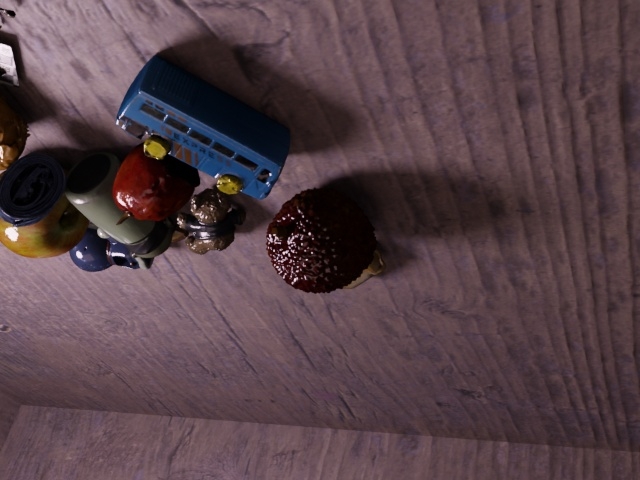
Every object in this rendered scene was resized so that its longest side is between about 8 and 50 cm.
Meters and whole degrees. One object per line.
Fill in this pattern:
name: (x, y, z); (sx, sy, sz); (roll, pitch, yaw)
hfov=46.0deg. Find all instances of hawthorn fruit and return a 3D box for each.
hawthorn fruit: (-0.412, -0.130, 1.852); (0.190, 0.251, 0.189); (34, -173, -5)

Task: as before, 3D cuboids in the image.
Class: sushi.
sushi: (-0.787, -0.425, 1.711); (0.201, 0.031, 0.139); (13, 148, -5)

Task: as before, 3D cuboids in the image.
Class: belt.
belt: (-0.720, -0.123, 1.867); (0.141, 0.190, 0.082); (38, 154, -13)

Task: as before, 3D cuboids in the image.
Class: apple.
apple: (-0.768, -0.085, 2.039); (0.265, 0.264, 0.264); (10, 148, 6)

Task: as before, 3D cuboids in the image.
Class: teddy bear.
teddy bear: (-0.286, -0.035, 2.043); (0.182, 0.129, 0.251); (-20, 147, -16)

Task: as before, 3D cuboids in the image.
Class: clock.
clock: (-0.629, 0.018, 2.252); (0.244, 0.146, 0.199); (0, 151, 8)

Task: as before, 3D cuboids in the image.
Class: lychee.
lychee: (0.000, 0.000, 1.873); (0.304, 0.275, 0.276); (16, 154, -41)

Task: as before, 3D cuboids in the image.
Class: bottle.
bottle: (-0.526, -0.080, 2.036); (0.169, 0.168, 0.347); (-1, 148, 23)

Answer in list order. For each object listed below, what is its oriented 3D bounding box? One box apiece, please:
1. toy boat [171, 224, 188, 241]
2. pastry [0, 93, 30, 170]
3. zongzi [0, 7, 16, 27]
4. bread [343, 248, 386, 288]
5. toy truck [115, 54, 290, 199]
toy boat: (-0.447, -0.009, 2.221); (0.149, 0.047, 0.049); (-18, 137, 39)
pastry: (-0.870, -0.275, 1.855); (0.311, 0.161, 0.255); (-14, 126, 19)
zongzi: (-0.863, -0.534, 1.441); (0.448, 0.181, 0.418); (8, 147, 5)
bread: (0.084, 0.068, 2.112); (0.134, 0.081, 0.225); (22, 146, -23)
toy truck: (-0.250, -0.241, 1.682); (0.385, 0.161, 0.162); (28, 136, -20)
